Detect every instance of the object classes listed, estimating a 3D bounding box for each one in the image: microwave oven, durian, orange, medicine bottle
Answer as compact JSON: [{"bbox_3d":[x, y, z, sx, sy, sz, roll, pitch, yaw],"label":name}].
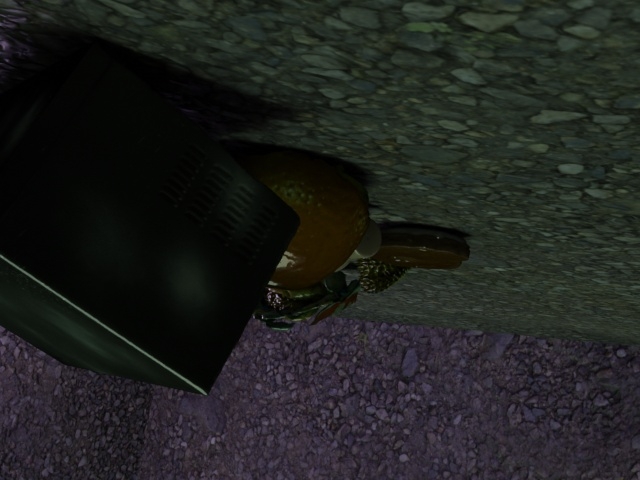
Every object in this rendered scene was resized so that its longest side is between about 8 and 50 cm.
[{"bbox_3d":[-0.285,-0.004,1.093,0.374,0.236,0.432,41,156,-28],"label":"microwave oven"},{"bbox_3d":[0.137,0.061,1.999,0.100,0.086,0.215,-24,-170,-26],"label":"durian"},{"bbox_3d":[-0.086,-0.030,1.338,0.262,0.196,0.334,30,169,-29],"label":"orange"},{"bbox_3d":[0.000,0.000,1.550,0.114,0.114,0.252,16,168,-36],"label":"medicine bottle"}]

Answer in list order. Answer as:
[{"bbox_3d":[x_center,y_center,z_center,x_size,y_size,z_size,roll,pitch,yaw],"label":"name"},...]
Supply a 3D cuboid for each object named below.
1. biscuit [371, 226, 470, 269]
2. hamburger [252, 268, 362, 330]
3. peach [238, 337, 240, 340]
[{"bbox_3d":[0.176,0.013,1.655,0.181,0.049,0.208,8,171,4],"label":"biscuit"},{"bbox_3d":[-0.053,0.106,2.220,0.276,0.150,0.260,-15,-162,-24],"label":"hamburger"},{"bbox_3d":[-0.336,0.090,1.725,0.406,0.335,0.310,11,166,-7],"label":"peach"}]
